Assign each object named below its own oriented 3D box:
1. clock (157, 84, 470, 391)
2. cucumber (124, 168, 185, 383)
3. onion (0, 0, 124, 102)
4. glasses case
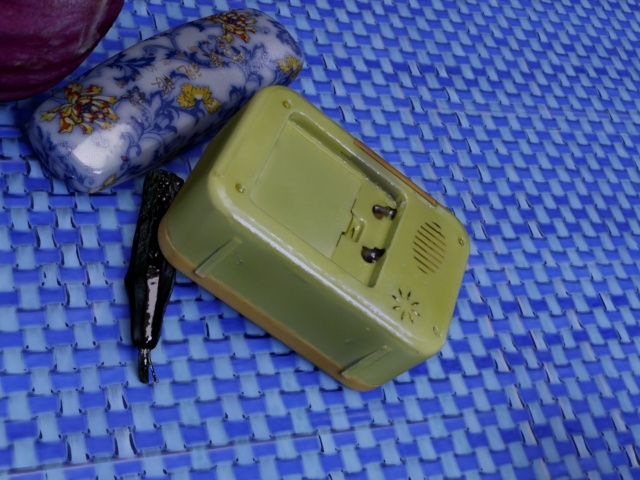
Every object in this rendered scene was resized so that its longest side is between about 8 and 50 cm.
[{"bbox_3d":[0.000,0.000,0.683,0.202,0.096,0.143,36,46,-14],"label":"clock"},{"bbox_3d":[-0.119,0.020,0.669,0.039,0.043,0.163,-7,51,14],"label":"cucumber"},{"bbox_3d":[-0.247,-0.204,0.630,0.272,0.256,0.230,-6,97,-17],"label":"onion"},{"bbox_3d":[-0.113,-0.117,0.746,0.087,0.065,0.248,43,51,10],"label":"glasses case"}]
